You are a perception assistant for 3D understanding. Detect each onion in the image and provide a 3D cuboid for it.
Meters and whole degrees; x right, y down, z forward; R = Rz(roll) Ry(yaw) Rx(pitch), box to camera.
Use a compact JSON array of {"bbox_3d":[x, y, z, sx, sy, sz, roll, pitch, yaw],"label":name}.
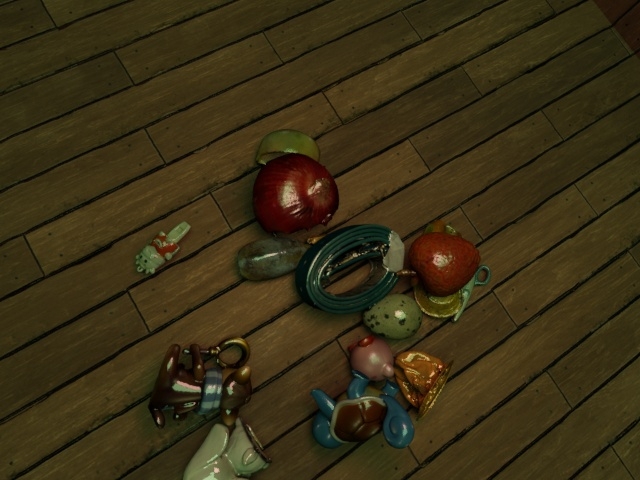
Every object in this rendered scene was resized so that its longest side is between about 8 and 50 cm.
[{"bbox_3d":[-0.100,-0.176,1.628,0.342,0.341,0.340,2,77,-8],"label":"onion"}]

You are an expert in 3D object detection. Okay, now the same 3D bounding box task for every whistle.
[{"bbox_3d":[-0.594,0.026,1.618,0.253,0.106,0.101,-45,103,-15],"label":"whistle"}]

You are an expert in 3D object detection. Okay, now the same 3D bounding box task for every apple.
[{"bbox_3d":[-0.124,-0.398,1.780,0.265,0.120,0.193,10,65,-8],"label":"apple"},{"bbox_3d":[0.505,-0.005,1.758,0.147,0.147,0.163,23,73,-3],"label":"apple"}]

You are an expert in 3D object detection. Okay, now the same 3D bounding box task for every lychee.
[{"bbox_3d":[0.436,0.091,1.592,0.300,0.255,0.255,-31,83,-1],"label":"lychee"}]

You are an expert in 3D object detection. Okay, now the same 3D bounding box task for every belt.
[{"bbox_3d":[0.118,0.107,1.636,0.437,0.173,0.300,-27,100,-16],"label":"belt"}]

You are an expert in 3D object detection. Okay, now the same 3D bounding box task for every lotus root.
[{"bbox_3d":[-0.159,0.061,1.652,0.323,0.140,0.157,-12,78,-13],"label":"lotus root"}]

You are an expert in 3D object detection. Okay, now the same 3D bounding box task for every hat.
[{"bbox_3d":[0.342,0.506,1.633,0.233,0.244,0.234,31,39,31],"label":"hat"}]

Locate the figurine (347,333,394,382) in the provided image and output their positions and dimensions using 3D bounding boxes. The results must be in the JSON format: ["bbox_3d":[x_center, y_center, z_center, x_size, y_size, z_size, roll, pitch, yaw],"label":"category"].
[{"bbox_3d":[0.192,0.446,1.596,0.174,0.173,0.173,2,77,-8],"label":"figurine"}]

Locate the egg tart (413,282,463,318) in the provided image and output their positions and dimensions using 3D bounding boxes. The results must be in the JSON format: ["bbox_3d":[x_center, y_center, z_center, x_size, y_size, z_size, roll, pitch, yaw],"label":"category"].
[{"bbox_3d":[0.479,0.209,1.722,0.213,0.090,0.212,0,68,0],"label":"egg tart"}]

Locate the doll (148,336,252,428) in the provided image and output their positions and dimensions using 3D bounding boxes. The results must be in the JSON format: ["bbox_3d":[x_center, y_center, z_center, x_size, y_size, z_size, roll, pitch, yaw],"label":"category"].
[{"bbox_3d":[-0.406,0.490,1.483,0.340,0.209,0.317,8,82,-8],"label":"doll"}]

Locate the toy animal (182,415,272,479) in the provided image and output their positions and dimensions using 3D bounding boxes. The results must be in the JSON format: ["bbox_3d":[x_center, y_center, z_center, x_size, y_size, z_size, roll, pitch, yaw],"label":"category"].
[{"bbox_3d":[-0.307,0.767,1.445,0.249,0.174,0.289,34,73,2],"label":"toy animal"}]

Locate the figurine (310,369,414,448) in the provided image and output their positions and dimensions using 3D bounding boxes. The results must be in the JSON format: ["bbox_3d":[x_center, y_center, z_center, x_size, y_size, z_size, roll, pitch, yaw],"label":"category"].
[{"bbox_3d":[0.145,0.583,1.473,0.298,0.417,0.242,21,57,-40],"label":"figurine"}]

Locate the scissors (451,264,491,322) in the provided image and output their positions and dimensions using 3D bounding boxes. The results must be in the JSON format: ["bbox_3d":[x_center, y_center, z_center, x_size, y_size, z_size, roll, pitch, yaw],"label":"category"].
[{"bbox_3d":[0.605,0.211,1.775,0.138,0.041,0.289,27,74,7],"label":"scissors"}]

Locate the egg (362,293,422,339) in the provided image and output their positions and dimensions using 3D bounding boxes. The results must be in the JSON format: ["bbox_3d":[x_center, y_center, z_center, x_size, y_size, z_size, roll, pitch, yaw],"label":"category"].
[{"bbox_3d":[0.276,0.293,1.643,0.228,0.177,0.176,-4,77,6],"label":"egg"}]

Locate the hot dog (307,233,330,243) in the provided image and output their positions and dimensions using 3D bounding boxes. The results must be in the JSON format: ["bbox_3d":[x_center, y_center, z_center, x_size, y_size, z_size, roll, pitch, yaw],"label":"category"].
[{"bbox_3d":[0.000,0.000,1.714,0.133,0.057,0.041,-12,98,-48],"label":"hot dog"}]
